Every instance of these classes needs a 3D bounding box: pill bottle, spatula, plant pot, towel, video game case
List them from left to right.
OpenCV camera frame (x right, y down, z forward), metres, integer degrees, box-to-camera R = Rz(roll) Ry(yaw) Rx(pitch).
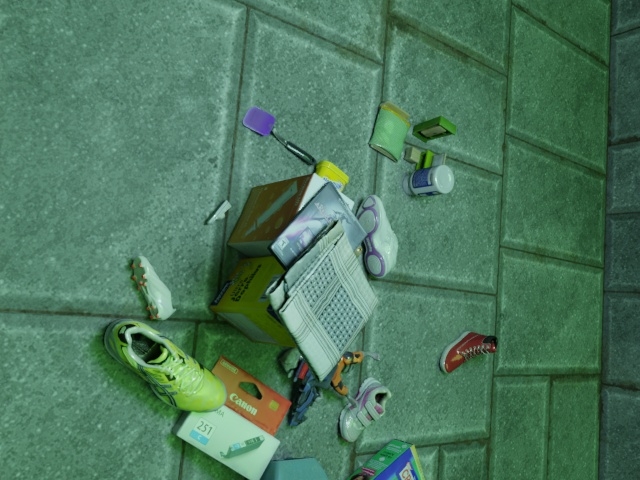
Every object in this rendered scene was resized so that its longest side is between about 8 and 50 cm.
[{"bbox_3d":[-0.126,-0.340,1.831,0.296,0.030,0.084,34,66,-30],"label":"spatula"},{"bbox_3d":[-0.101,0.799,1.672,0.247,0.248,0.252,12,65,-35],"label":"plant pot"},{"bbox_3d":[0.000,0.000,1.473,0.274,0.026,0.196,-49,114,-29],"label":"video game case"},{"bbox_3d":[0.024,0.155,1.432,0.312,0.056,0.324,-47,125,-31],"label":"towel"},{"bbox_3d":[0.415,-0.228,2.132,0.112,0.186,0.112,2,87,-37],"label":"pill bottle"}]

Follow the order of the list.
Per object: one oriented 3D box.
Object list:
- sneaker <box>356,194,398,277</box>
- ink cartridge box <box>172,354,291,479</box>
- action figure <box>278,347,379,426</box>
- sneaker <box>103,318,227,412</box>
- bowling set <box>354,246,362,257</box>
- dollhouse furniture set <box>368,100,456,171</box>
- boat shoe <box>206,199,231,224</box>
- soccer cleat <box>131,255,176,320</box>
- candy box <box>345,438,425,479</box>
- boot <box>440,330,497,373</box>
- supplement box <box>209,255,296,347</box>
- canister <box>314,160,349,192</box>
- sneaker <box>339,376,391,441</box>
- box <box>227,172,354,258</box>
[{"bbox_3d":[0.217,-0.021,2.042,0.152,0.114,0.305,-18,103,-50],"label":"sneaker"},{"bbox_3d":[-0.247,0.534,1.646,0.296,0.066,0.261,39,66,-18],"label":"ink cartridge box"},{"bbox_3d":[-0.002,0.458,1.845,0.330,0.178,0.341,25,103,-27],"label":"action figure"},{"bbox_3d":[-0.413,0.353,1.480,0.384,0.147,0.145,38,66,-19],"label":"sneaker"},{"bbox_3d":[0.056,0.012,1.820,0.200,0.287,0.154,-38,101,-46],"label":"bowling set"},{"bbox_3d":[0.359,-0.404,2.119,0.301,0.151,0.198,23,73,-34],"label":"dollhouse furniture set"},{"bbox_3d":[-0.309,-0.080,1.680,0.035,0.035,0.100,48,55,-22],"label":"boat shoe"},{"bbox_3d":[-0.468,0.129,1.536,0.076,0.068,0.196,-31,108,-49],"label":"soccer cleat"},{"bbox_3d":[0.238,0.928,1.984,0.317,0.122,0.268,-27,103,-36],"label":"candy box"},{"bbox_3d":[0.620,0.466,2.260,0.244,0.176,0.088,-37,111,-31],"label":"boot"},{"bbox_3d":[-0.128,0.176,1.598,0.194,0.356,0.195,45,61,-26],"label":"supplement box"},{"bbox_3d":[0.015,-0.171,1.902,0.126,0.073,0.170,35,69,-32],"label":"canister"},{"bbox_3d":[0.162,0.604,1.949,0.103,0.111,0.252,48,62,-25],"label":"sneaker"},{"bbox_3d":[-0.097,-0.049,1.642,0.168,0.345,0.215,33,68,-31],"label":"box"}]
